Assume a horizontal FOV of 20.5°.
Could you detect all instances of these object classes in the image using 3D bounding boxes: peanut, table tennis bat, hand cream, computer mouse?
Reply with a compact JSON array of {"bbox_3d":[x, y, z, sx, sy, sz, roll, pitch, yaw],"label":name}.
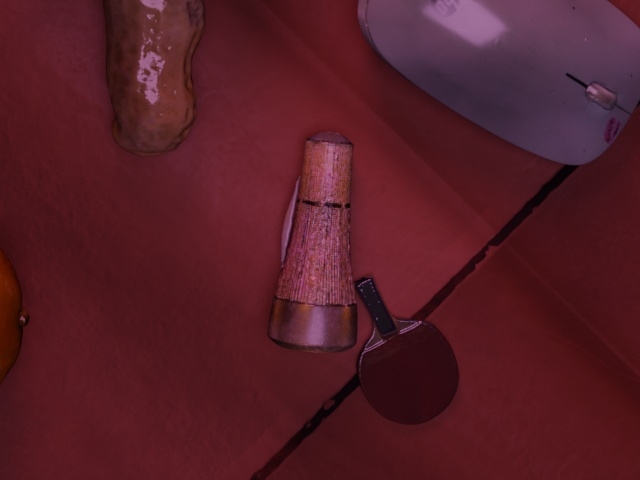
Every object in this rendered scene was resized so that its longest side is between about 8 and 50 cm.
[{"bbox_3d":[-0.153,-0.179,1.563,0.099,0.099,0.214,1,102,-8],"label":"peanut"},{"bbox_3d":[0.073,0.105,1.694,0.095,0.014,0.158,-27,106,0],"label":"table tennis bat"},{"bbox_3d":[0.000,0.000,1.632,0.084,0.084,0.203,4,96,-9],"label":"hand cream"},{"bbox_3d":[0.171,-0.181,1.606,0.288,0.097,0.159,29,94,-12],"label":"computer mouse"}]

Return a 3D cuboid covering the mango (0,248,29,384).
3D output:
[{"bbox_3d":[-0.373,0.046,1.561,0.236,0.136,0.166,18,85,-6],"label":"mango"}]
